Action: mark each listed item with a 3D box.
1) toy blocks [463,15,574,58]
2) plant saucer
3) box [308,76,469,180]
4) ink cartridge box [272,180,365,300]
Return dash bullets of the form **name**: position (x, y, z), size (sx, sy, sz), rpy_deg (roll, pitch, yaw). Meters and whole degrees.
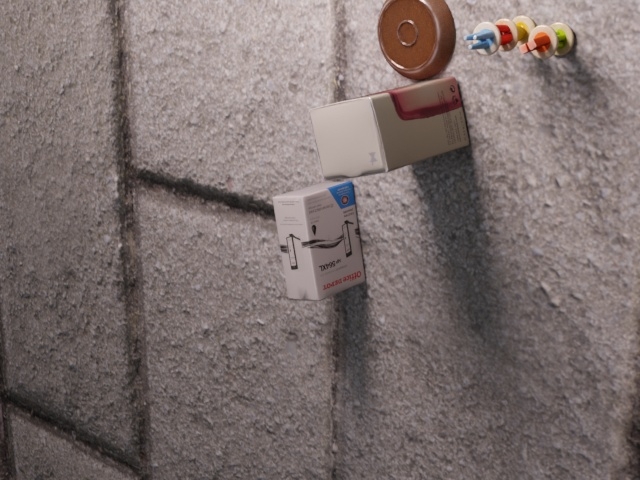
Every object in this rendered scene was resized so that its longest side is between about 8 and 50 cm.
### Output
- **toy blocks**: position (0.303, -0.310, 1.732), size (0.123, 0.148, 0.054), rpy_deg (21, 117, 39)
- **plant saucer**: position (0.158, -0.360, 1.942), size (0.168, 0.029, 0.168), rpy_deg (17, 116, 40)
- **box**: position (0.118, -0.191, 1.890), size (0.149, 0.232, 0.126), rpy_deg (-5, 101, 44)
- **ink cartridge box**: position (0.000, 0.000, 2.128), size (0.086, 0.148, 0.203), rpy_deg (1, 105, 42)
